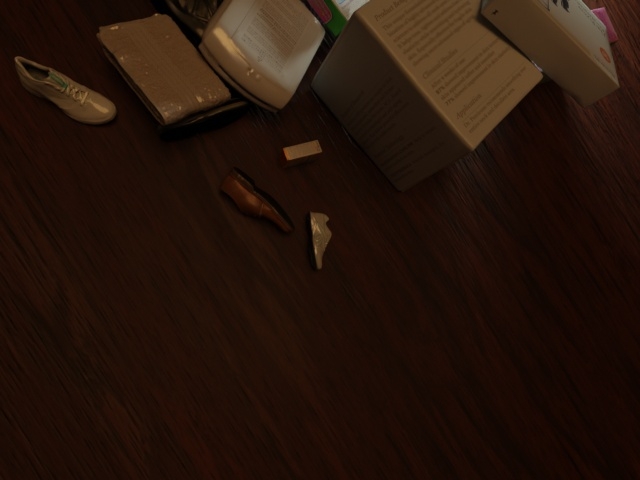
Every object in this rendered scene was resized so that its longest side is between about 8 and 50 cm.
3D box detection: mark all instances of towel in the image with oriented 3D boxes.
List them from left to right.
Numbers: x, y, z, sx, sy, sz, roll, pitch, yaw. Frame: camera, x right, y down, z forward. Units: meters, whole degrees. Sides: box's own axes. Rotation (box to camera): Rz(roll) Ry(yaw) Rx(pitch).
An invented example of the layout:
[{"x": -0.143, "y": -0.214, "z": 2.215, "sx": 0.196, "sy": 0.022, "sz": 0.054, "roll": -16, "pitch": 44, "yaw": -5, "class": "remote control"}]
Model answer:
[{"x": -0.353, "y": -0.396, "z": 0.954, "sx": 0.187, "sy": 0.049, "sz": 0.282, "roll": -35, "pitch": 81, "yaw": -31, "class": "towel"}]

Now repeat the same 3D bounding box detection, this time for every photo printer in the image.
[{"x": -0.141, "y": -0.489, "z": 1.044, "sx": 0.256, "sy": 0.107, "sz": 0.307, "roll": 35, "pitch": 62, "yaw": -29, "class": "photo printer"}]

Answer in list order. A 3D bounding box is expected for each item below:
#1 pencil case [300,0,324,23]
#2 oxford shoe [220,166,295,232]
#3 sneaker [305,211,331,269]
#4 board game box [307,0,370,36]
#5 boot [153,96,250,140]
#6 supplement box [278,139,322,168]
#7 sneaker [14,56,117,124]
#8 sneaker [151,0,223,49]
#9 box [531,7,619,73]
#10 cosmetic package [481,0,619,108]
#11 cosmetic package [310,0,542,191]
[{"x": 0.009, "y": -0.646, "z": 1.184, "sx": 0.206, "sy": 0.088, "sz": 0.086, "roll": -6, "pitch": 45, "yaw": -19, "class": "pencil case"}, {"x": -0.154, "y": -0.084, "z": 1.039, "sx": 0.212, "sy": 0.076, "sz": 0.076, "roll": 41, "pitch": 101, "yaw": -9, "class": "oxford shoe"}, {"x": 0.000, "y": 0.000, "z": 1.069, "sx": 0.061, "sy": 0.054, "sz": 0.152, "roll": 1, "pitch": 79, "yaw": -20, "class": "sneaker"}, {"x": 0.018, "y": -0.732, "z": 1.094, "sx": 0.316, "sy": 0.064, "sz": 0.242, "roll": 47, "pitch": 62, "yaw": -14, "class": "board game box"}, {"x": -0.309, "y": -0.358, "z": 1.024, "sx": 0.236, "sy": 0.085, "sz": 0.178, "roll": -25, "pitch": 85, "yaw": -22, "class": "boot"}, {"x": -0.053, "y": -0.222, "z": 1.090, "sx": 0.098, "sy": 0.062, "sz": 0.036, "roll": -18, "pitch": 85, "yaw": -19, "class": "supplement box"}, {"x": -0.565, "y": -0.331, "z": 0.930, "sx": 0.212, "sy": 0.094, "sz": 0.080, "roll": 23, "pitch": 72, "yaw": -13, "class": "sneaker"}, {"x": -0.333, "y": -0.601, "z": 1.063, "sx": 0.227, "sy": 0.087, "sz": 0.130, "roll": 42, "pitch": 69, "yaw": -10, "class": "sneaker"}, {"x": 0.752, "y": -0.604, "z": 1.340, "sx": 0.243, "sy": 0.213, "sz": 0.117, "roll": -21, "pitch": 87, "yaw": -20, "class": "box"}, {"x": 0.567, "y": -0.544, "z": 1.042, "sx": 0.377, "sy": 0.097, "sz": 0.284, "roll": 30, "pitch": 57, "yaw": -18, "class": "cosmetic package"}, {"x": 0.255, "y": -0.407, "z": 1.084, "sx": 0.329, "sy": 0.327, "sz": 0.393, "roll": -43, "pitch": 95, "yaw": -20, "class": "cosmetic package"}]
